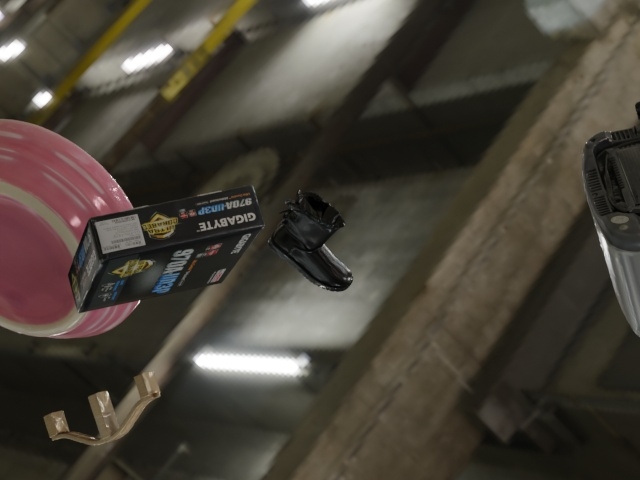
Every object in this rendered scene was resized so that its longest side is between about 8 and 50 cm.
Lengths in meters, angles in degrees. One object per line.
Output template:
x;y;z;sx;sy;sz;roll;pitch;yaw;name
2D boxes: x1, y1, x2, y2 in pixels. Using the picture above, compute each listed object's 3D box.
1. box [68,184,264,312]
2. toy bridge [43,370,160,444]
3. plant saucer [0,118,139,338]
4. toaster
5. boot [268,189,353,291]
-0.171;0.012;1.477;0.175;0.051;0.220;-12;167;-20;box
-0.271;0.222;1.743;0.188;0.063;0.026;-24;169;31;toy bridge
-0.389;0.003;1.813;0.332;0.332;0.084;-28;-162;37;plant saucer
0.316;-0.013;1.267;0.129;0.146;0.227;-15;-147;7;toaster
0.001;0.000;1.614;0.045;0.121;0.099;-58;-178;-41;boot
